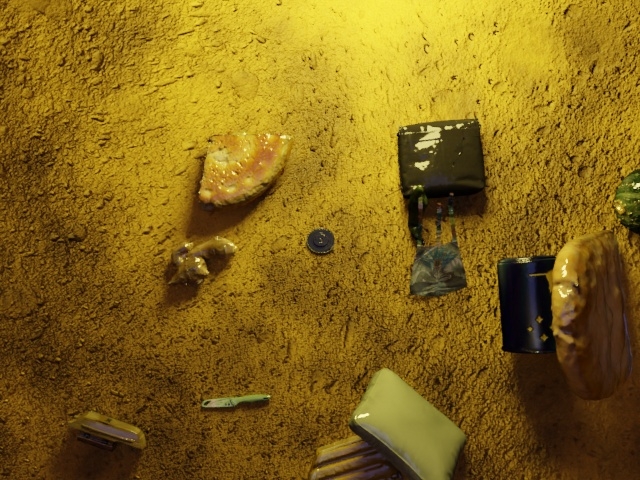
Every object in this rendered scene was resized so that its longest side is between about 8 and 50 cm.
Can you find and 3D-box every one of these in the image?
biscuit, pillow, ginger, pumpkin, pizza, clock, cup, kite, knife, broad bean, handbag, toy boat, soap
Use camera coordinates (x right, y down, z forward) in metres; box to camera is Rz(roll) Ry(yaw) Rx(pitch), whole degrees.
[{"bbox_3d":[0.700,0.204,1.531,0.104,0.446,0.429,-5,93,42],"label":"biscuit"},{"bbox_3d":[0.241,0.519,1.593,0.322,0.255,0.119,41,125,2],"label":"pillow"},{"bbox_3d":[-0.342,0.063,1.705,0.214,0.059,0.132,-9,80,0],"label":"ginger"},{"bbox_3d":[0.906,-0.107,1.626,0.190,0.146,0.190,7,72,-23],"label":"pumpkin"},{"bbox_3d":[-0.235,-0.222,1.696,0.335,0.086,0.226,-41,83,-2],"label":"pizza"},{"bbox_3d":[0.000,0.000,1.717,0.083,0.010,0.074,0,88,1],"label":"clock"},{"bbox_3d":[0.605,0.173,1.645,0.179,0.255,0.256,-7,84,39],"label":"cup"},{"bbox_3d":[0.318,0.022,1.648,0.170,0.015,0.309,-12,111,-1],"label":"kite"},{"bbox_3d":[-0.245,0.468,1.709,0.207,0.014,0.030,-6,88,3],"label":"knife"},{"bbox_3d":[0.274,-0.078,1.662,0.046,0.061,0.195,-28,127,-30],"label":"broad bean"},{"bbox_3d":[0.346,-0.235,1.680,0.247,0.080,0.222,-4,87,2],"label":"handbag"},{"bbox_3d":[-0.613,0.558,1.693,0.226,0.068,0.088,19,94,-1],"label":"toy boat"},{"bbox_3d":[0.089,0.643,1.658,0.258,0.080,0.160,-17,85,1],"label":"soap"}]
